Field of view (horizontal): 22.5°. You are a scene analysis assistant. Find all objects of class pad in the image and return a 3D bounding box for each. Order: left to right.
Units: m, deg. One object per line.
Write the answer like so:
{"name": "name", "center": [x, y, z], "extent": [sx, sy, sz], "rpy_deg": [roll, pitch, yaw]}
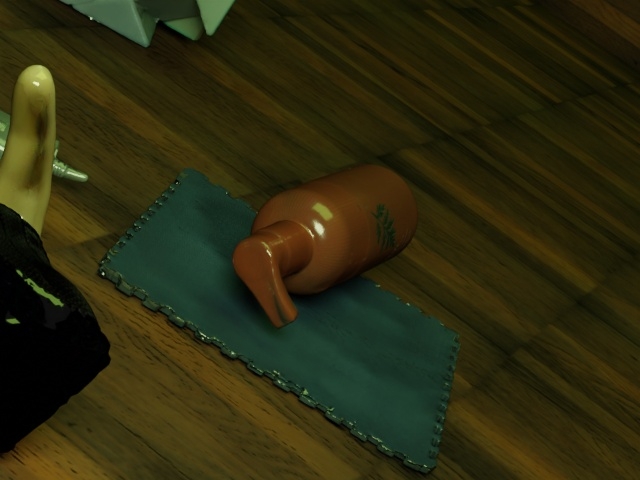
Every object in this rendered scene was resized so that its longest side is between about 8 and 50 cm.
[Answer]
{"name": "pad", "center": [-0.017, 0.049, 1.180], "extent": [0.270, 0.012, 0.269], "rpy_deg": [33, 19, 0]}

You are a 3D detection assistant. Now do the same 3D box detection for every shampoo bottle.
{"name": "shampoo bottle", "center": [-0.001, -0.002, 1.193], "extent": [0.085, 0.085, 0.244], "rpy_deg": [36, 22, 11]}

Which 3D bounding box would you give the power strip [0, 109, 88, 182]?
{"name": "power strip", "center": [-0.277, -0.098, 1.117], "extent": [0.253, 0.027, 0.060], "rpy_deg": [29, 19, -10]}

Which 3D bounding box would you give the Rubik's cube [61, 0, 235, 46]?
{"name": "Rubik's cube", "center": [-0.148, -0.330, 1.542], "extent": [0.224, 0.265, 0.213], "rpy_deg": [29, 35, -15]}

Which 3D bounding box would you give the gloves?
{"name": "gloves", "center": [-0.227, -0.033, 0.839], "extent": [0.197, 0.152, 0.301], "rpy_deg": [21, 46, -45]}
